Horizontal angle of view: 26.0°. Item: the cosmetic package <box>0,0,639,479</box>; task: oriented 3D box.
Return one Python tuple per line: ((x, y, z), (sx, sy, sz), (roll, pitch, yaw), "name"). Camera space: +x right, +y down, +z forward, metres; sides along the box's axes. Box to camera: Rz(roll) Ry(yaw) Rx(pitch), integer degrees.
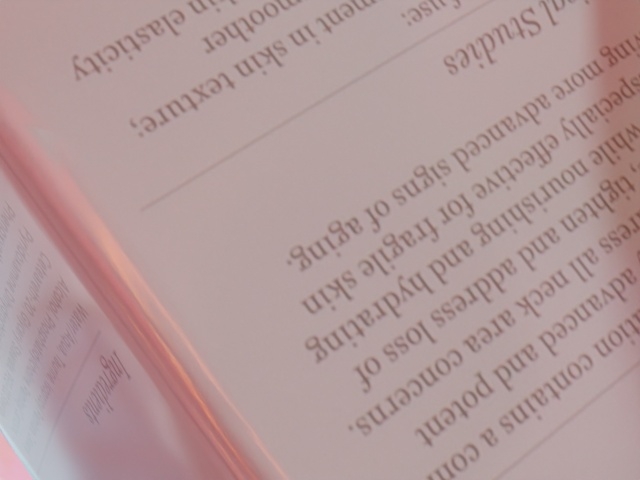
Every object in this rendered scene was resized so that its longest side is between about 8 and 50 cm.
((0.000, 0.000, 0.714), (0.329, 0.393, 0.327), (-32, -9, -26), "cosmetic package")
